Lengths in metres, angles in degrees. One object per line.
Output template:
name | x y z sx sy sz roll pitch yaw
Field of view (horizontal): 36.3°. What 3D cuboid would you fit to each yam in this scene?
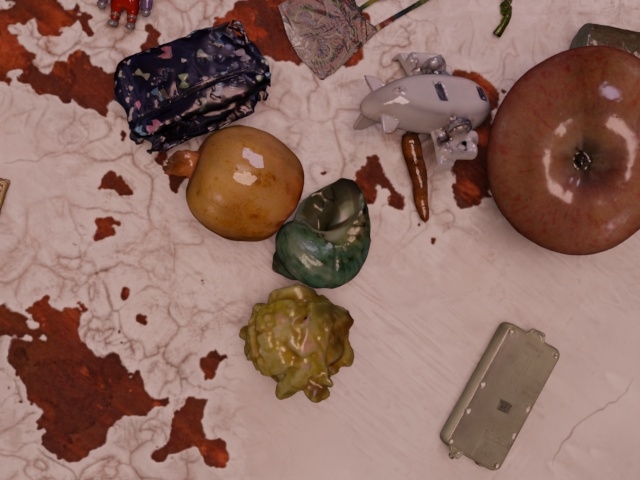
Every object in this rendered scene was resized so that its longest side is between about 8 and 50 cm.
yam | 0.568 -0.316 1.719 0.259 0.106 0.106 11 88 -5

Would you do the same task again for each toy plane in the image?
toy plane | 0.178 -0.224 1.666 0.244 0.117 0.245 12 55 -17

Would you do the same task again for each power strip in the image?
power strip | 0.316 0.275 1.717 0.118 0.046 0.271 30 86 -7

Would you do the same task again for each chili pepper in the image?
chili pepper | 0.328 -0.402 1.737 0.027 0.022 0.083 15 92 -6

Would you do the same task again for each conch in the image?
conch | 0.003 0.000 1.655 0.188 0.122 0.176 -22 71 -7

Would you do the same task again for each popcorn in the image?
popcorn | -0.034 0.172 1.620 0.187 0.185 0.167 38 110 -15

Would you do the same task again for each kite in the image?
kite | 0.075 -0.409 1.719 0.285 0.015 0.152 -29 95 -2

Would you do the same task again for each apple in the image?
apple | 0.434 -0.142 1.599 0.344 0.269 0.345 0 111 -1

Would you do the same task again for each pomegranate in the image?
pomegranate | -0.125 -0.096 1.603 0.207 0.207 0.207 0 89 -5

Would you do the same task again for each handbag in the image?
handbag | -0.213 -0.255 1.635 0.260 0.113 0.162 -23 70 -3

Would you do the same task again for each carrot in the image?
carrot | 0.172 -0.112 1.713 0.035 0.035 0.165 -13 92 -5

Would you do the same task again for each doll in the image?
doll | -0.320 -0.475 1.654 0.102 0.075 0.228 13 100 4

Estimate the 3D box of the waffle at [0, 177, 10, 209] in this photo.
waffle | -0.602 -0.078 1.648 0.135 0.021 0.092 17 89 -6
